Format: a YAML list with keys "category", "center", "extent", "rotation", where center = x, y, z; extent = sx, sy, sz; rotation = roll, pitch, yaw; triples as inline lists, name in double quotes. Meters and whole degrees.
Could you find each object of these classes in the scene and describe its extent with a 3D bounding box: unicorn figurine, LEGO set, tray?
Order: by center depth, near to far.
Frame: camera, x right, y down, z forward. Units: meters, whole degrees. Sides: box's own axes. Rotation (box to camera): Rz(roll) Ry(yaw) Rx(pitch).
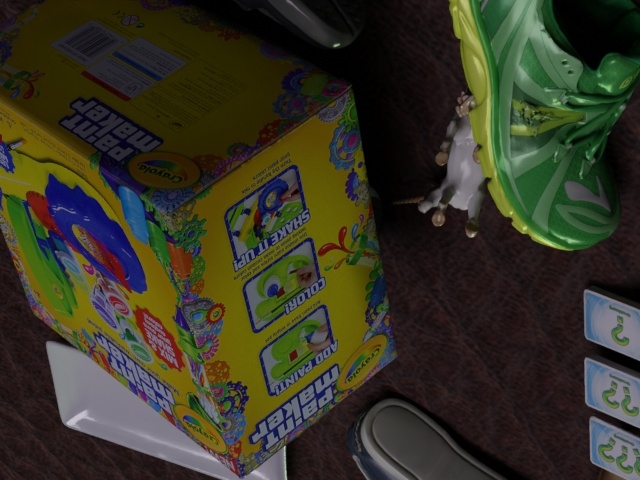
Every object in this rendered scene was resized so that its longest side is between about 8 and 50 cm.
- category: "unicorn figurine"
  center: [0.107, -0.054, 1.232]
  extent: [0.060, 0.111, 0.162]
  rotation: [25, 121, -3]
- category: "LEGO set"
  center: [0.297, 0.158, 1.267]
  extent: [0.244, 0.060, 0.182]
  rotation: [24, 130, 43]
- category: "tray"
  center: [-0.155, 0.180, 1.668]
  extent: [0.270, 0.030, 0.145]
  rotation: [16, 137, 16]

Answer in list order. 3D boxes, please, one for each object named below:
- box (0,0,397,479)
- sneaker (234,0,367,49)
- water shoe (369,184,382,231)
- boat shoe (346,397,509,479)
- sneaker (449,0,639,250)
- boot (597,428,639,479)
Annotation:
- category: "box"
  center: [-0.112, -0.022, 1.250]
  extent: [0.290, 0.177, 0.279]
  rotation: [32, 147, 38]
- category: "sneaker"
  center: [-0.073, -0.209, 1.182]
  extent: [0.227, 0.087, 0.130]
  rotation: [38, 141, -5]
- category: "water shoe"
  center: [0.000, 0.000, 1.380]
  extent: [0.080, 0.073, 0.203]
  rotation: [49, 146, 21]
- category: "boat shoe"
  center: [0.126, 0.259, 1.527]
  extent: [0.254, 0.095, 0.079]
  rotation: [40, 151, -1]
- category: "sneaker"
  center: [0.173, -0.106, 1.121]
  extent: [0.124, 0.109, 0.295]
  rotation: [4, 134, 30]
- category: "boot"
  center: [0.339, 0.314, 1.471]
  extent: [0.236, 0.089, 0.269]
  rotation: [23, 138, 7]
